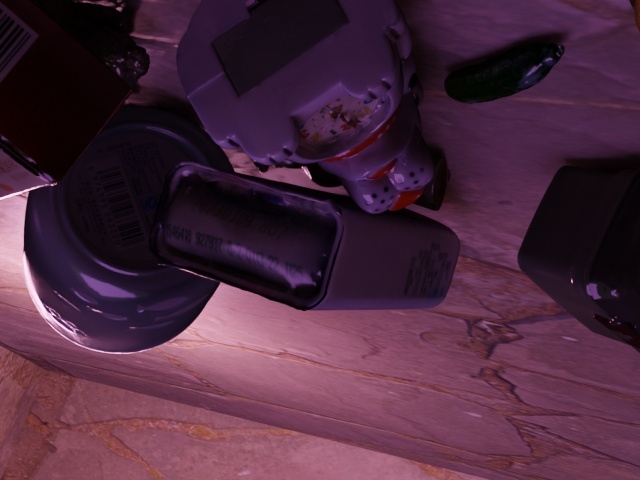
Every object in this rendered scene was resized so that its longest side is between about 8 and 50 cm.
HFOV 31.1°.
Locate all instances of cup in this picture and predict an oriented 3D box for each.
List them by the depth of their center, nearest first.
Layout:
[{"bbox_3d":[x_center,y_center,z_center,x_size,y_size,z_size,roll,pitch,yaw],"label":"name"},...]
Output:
[{"bbox_3d":[-0.179,-0.007,1.389,0.356,0.259,0.274,7,164,-12],"label":"cup"}]

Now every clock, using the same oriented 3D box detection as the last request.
[{"bbox_3d":[0.016,-0.120,0.992,0.188,0.189,0.254,10,166,27],"label":"clock"}]

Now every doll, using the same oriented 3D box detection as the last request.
[{"bbox_3d":[-0.283,-0.235,1.085,0.286,0.091,0.202,29,149,-23],"label":"doll"}]

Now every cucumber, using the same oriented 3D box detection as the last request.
[{"bbox_3d":[0.157,-0.139,0.972,0.037,0.037,0.155,28,161,-25],"label":"cucumber"}]

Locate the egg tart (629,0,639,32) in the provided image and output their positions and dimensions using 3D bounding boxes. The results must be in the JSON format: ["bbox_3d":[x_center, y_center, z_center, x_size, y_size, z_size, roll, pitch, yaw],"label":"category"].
[{"bbox_3d":[0.323,-0.143,0.708,0.278,0.095,0.279,23,162,8],"label":"egg tart"}]

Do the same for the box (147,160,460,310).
[{"bbox_3d":[0.000,0.000,1.168,0.190,0.112,0.369,16,-178,22],"label":"box"}]

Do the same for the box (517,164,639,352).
[{"bbox_3d":[0.303,0.022,1.127,0.129,0.148,0.210,17,166,47],"label":"box"}]

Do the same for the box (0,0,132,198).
[{"bbox_3d":[-0.403,-0.189,1.106,0.344,0.122,0.385,42,161,-21],"label":"box"}]

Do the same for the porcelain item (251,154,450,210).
[{"bbox_3d":[0.029,-0.081,1.243,0.213,0.054,0.084,13,159,17],"label":"porcelain item"}]
